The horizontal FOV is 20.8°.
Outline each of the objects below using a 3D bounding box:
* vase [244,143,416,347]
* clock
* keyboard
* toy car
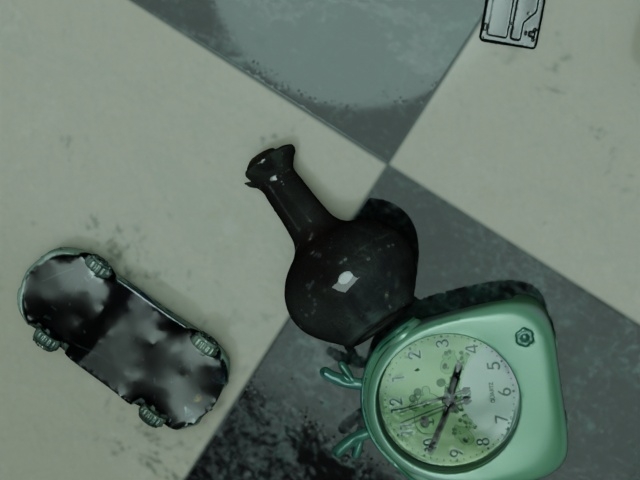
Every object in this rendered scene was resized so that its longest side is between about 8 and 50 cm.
[{"bbox_3d":[0.000,0.000,1.498,0.120,0.120,0.183,-38,81,9],"label":"vase"},{"bbox_3d":[0.108,0.135,1.529,0.211,0.066,0.159,-6,99,6],"label":"clock"},{"bbox_3d":[0.173,-0.242,1.489,0.053,0.010,0.155,11,100,4],"label":"keyboard"},{"bbox_3d":[-0.174,0.084,1.548,0.205,0.056,0.095,36,100,2],"label":"toy car"}]
